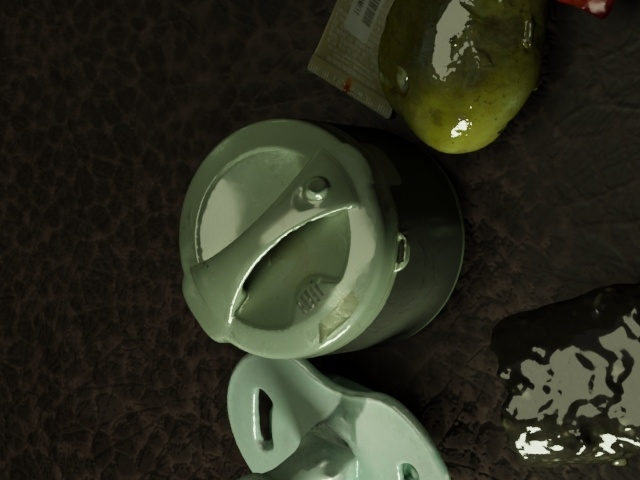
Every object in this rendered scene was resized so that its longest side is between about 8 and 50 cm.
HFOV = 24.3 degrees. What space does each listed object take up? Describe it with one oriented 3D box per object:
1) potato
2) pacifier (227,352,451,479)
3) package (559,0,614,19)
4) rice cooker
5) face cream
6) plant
[{"bbox_3d":[0.159,-0.221,1.661,0.197,0.148,0.228,42,114,10],"label":"potato"},{"bbox_3d":[-0.014,0.290,1.756,0.343,0.269,0.288,23,129,36],"label":"pacifier"},{"bbox_3d":[0.226,-0.449,1.565,0.424,0.123,0.196,66,147,20],"label":"package"},{"bbox_3d":[-0.002,-0.001,1.703,0.288,0.277,0.288,1,92,32],"label":"rice cooker"},{"bbox_3d":[0.085,-0.324,1.753,0.137,0.084,0.341,34,119,27],"label":"face cream"},{"bbox_3d":[0.321,0.136,1.545,0.276,0.188,0.199,-13,79,16],"label":"plant"}]
